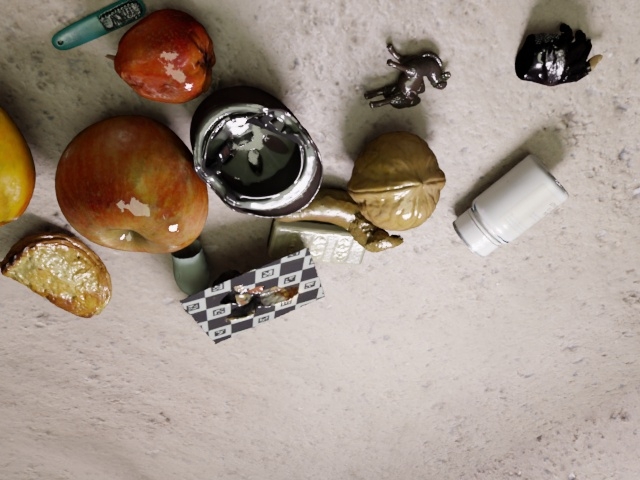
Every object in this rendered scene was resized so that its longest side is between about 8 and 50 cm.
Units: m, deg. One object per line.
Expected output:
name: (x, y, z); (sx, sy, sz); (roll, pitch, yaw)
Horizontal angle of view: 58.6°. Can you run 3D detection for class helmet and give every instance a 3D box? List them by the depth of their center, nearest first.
helmet: (-0.143, -0.194, 1.185); (0.225, 0.177, 0.305); (-37, 135, 8)

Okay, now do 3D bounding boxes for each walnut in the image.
walnut: (0.170, -0.129, 1.260); (0.228, 0.228, 0.228); (-5, 130, -6)

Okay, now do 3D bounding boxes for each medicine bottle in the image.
medicine bottle: (0.463, -0.079, 1.407); (0.143, 0.143, 0.258); (34, 116, -31)

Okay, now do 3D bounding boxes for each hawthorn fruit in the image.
hawthorn fruit: (-0.285, -0.339, 1.062); (0.179, 0.173, 0.173); (-11, 136, 35)

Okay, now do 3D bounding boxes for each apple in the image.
apple: (-0.376, -0.119, 1.166); (0.302, 0.301, 0.301); (-5, 130, -6)

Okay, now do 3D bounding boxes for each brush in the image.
brush: (-0.415, -0.398, 1.060); (0.193, 0.032, 0.043); (-22, 130, 7)

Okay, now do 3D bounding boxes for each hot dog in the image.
hot dog: (-0.620, 0.079, 1.370); (0.175, 0.114, 0.259); (-35, 129, 13)

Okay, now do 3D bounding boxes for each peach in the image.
peach: (-0.704, -0.153, 1.057); (0.308, 0.308, 0.332); (-21, 114, 7)

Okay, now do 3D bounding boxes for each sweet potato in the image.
sweet potato: (0.054, -0.058, 1.364); (0.310, 0.124, 0.098); (20, 148, -7)

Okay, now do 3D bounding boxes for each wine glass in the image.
wine glass: (-0.322, 0.092, 1.443); (0.093, 0.093, 0.202); (-7, 130, -4)

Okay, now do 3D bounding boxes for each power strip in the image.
power strip: (0.000, 0.000, 1.439); (0.257, 0.070, 0.105); (4, 129, -15)

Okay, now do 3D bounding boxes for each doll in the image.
doll: (0.191, -0.337, 1.205); (0.165, 0.057, 0.139); (7, 125, -22)

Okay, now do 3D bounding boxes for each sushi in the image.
sushi: (-0.173, 0.125, 1.484); (0.339, 0.068, 0.320); (-23, 151, -3)

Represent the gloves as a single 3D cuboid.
gloves: (0.512, -0.377, 1.193); (0.181, 0.106, 0.129); (-1, 128, -4)
